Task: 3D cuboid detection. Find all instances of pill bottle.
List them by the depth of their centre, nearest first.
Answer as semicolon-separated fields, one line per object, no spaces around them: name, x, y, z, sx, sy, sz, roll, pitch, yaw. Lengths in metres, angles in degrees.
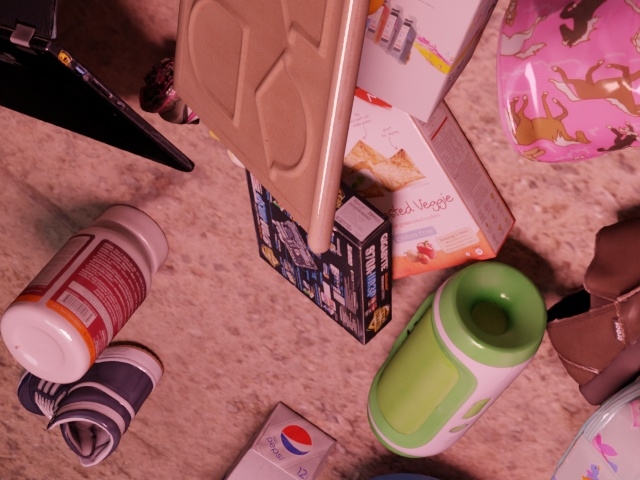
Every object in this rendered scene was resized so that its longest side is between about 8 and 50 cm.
pill bottle;-0.282;0.061;1.811;0.121;0.221;0.121;18;134;19

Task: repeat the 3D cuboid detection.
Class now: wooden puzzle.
wooden puzzle;-0.035;-0.210;1.367;0.348;0.080;0.322;51;142;44

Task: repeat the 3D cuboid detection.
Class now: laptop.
laptop;-0.320;-0.306;1.591;0.382;0.236;0.408;21;166;38

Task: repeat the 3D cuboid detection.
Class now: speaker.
speaker;0.145;0.139;1.655;0.131;0.131;0.296;33;147;3

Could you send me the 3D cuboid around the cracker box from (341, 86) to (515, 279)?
cracker box;0.080;-0.075;1.572;0.155;0.067;0.232;-15;117;41

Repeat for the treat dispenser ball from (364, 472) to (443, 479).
treat dispenser ball;0.105;0.435;1.846;0.288;0.288;0.288;18;135;19

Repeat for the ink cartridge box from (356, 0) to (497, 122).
ink cartridge box;0.094;-0.229;1.380;0.127;0.128;0.176;30;138;6

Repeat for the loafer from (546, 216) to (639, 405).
loafer;0.321;0.036;1.465;0.130;0.134;0.366;42;139;8

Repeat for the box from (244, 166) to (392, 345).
box;0.000;0.000;1.622;0.175;0.051;0.220;39;158;24

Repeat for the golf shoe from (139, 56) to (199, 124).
golf shoe;-0.112;-0.186;1.611;0.086;0.067;0.186;21;142;-38

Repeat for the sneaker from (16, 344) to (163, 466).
sneaker;-0.352;0.236;2.058;0.282;0.153;0.099;-16;126;40

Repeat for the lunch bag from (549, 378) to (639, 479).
lunch bag;0.352;0.240;1.573;0.108;0.224;0.279;52;146;27

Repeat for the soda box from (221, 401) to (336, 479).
soda box;-0.086;0.343;2.033;0.098;0.091;0.286;34;138;1

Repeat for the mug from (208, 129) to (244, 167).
mug;-0.079;-0.111;1.644;0.078;0.064;0.062;-6;124;36

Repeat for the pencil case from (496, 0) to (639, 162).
pencil case;0.340;-0.153;1.273;0.386;0.167;0.160;0;164;33
